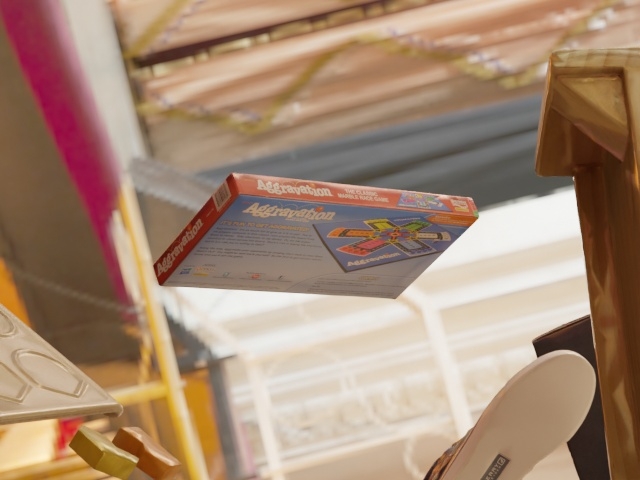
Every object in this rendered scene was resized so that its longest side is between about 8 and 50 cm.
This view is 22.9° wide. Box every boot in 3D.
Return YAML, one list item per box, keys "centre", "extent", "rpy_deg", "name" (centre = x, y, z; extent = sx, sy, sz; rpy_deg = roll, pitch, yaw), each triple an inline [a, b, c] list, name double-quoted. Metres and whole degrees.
- centre: [0.141, 0.158, 1.267]
  extent: [0.069, 0.190, 0.086]
  rpy_deg: [39, 4, -11]
  name: "boot"

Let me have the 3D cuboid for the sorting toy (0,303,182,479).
- centre: [-0.281, 0.134, 1.452]
  extent: [0.307, 0.041, 0.229]
  rpy_deg: [36, 10, 23]
  name: "sorting toy"

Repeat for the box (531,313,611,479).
- centre: [0.419, 0.276, 1.839]
  extent: [0.312, 0.179, 0.343]
  rpy_deg: [44, 25, -54]
  name: "box"

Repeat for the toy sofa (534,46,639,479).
- centre: [0.237, 0.059, 0.976]
  extent: [0.150, 0.177, 0.362]
  rpy_deg: [83, 4, -63]
  name: "toy sofa"

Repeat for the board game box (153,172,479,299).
- centre: [0.000, 0.000, 1.462]
  extent: [0.145, 0.281, 0.027]
  rpy_deg: [-46, -127, 39]
  name: "board game box"
